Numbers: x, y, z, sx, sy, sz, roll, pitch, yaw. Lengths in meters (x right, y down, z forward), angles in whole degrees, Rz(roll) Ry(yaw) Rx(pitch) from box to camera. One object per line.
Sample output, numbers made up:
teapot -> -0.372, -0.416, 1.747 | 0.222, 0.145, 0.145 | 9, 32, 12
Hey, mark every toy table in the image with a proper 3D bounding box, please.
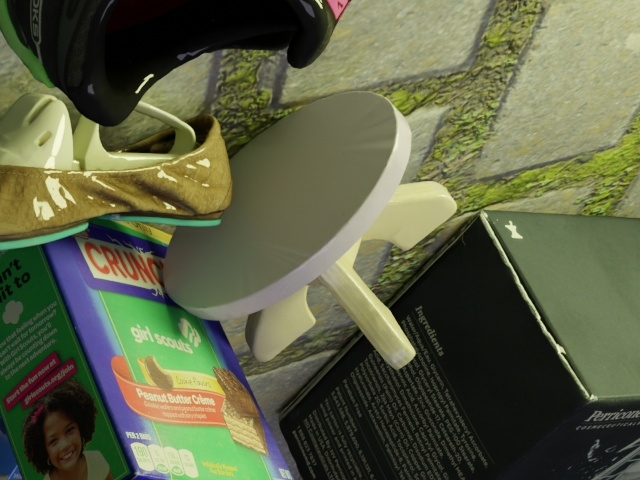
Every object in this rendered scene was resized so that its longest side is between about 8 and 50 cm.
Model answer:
toy table -> 0.000, 0.000, 1.418 | 0.274, 0.252, 0.161 | -30, 138, 16

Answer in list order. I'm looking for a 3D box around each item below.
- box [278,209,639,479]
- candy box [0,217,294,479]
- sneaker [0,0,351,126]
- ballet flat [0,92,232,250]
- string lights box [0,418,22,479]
box -> 0.289, 0.214, 1.970 | 0.480, 0.297, 0.471 | 1, 140, -42
candy box -> -0.184, 0.121, 1.360 | 0.122, 0.317, 0.268 | -37, 152, 17
sneaker -> 0.002, -0.233, 1.028 | 0.483, 0.202, 0.185 | -31, 153, 9
ballet flat -> -0.202, -0.064, 1.242 | 0.342, 0.116, 0.124 | -8, 106, -47
string lights box -> -0.355, 0.227, 1.493 | 0.259, 0.133, 0.077 | -57, 157, 7
